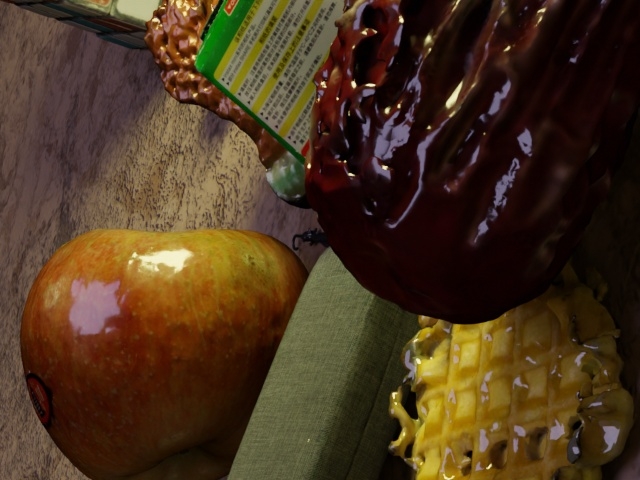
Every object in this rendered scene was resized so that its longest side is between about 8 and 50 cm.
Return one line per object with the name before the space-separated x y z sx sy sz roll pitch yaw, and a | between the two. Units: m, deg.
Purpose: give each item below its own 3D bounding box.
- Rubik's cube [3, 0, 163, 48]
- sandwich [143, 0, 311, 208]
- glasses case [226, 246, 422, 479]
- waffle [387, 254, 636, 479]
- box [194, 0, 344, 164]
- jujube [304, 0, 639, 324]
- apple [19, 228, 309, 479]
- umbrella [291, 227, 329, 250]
Rubik's cube | -0.274 -0.404 2.118 0.259 0.253 0.256 13 87 62
sandwich | -0.032 -0.188 1.608 0.301 0.162 0.250 28 113 28
glasses case | 0.005 0.144 1.371 0.131 0.074 0.323 -13 50 55
waffle | 0.130 0.130 1.214 0.262 0.060 0.280 -63 31 15
box | 0.022 -0.146 1.423 0.250 0.103 0.180 43 121 16
jujube | 0.123 -0.130 1.151 0.376 0.258 0.258 -59 24 -12
apple | -0.142 0.112 1.536 0.309 0.278 0.250 120 152 -86
umbrella | 0.000 -0.003 1.605 0.122 0.013 0.022 -6 82 61
